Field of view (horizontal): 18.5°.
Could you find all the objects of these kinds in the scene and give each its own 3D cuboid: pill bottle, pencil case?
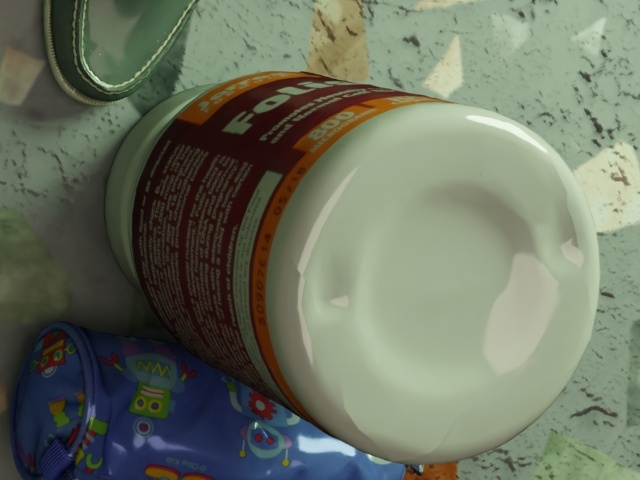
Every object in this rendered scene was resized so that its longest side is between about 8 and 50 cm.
[{"bbox_3d":[0.000,0.000,1.344,0.224,0.392,0.224,-4,100,-24],"label":"pill bottle"},{"bbox_3d":[-0.077,0.149,1.470,0.306,0.133,0.119,14,133,-29],"label":"pencil case"}]

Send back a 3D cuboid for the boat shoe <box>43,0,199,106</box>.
[{"bbox_3d":[-0.105,-0.245,1.417,0.116,0.099,0.319,25,88,-25],"label":"boat shoe"}]
